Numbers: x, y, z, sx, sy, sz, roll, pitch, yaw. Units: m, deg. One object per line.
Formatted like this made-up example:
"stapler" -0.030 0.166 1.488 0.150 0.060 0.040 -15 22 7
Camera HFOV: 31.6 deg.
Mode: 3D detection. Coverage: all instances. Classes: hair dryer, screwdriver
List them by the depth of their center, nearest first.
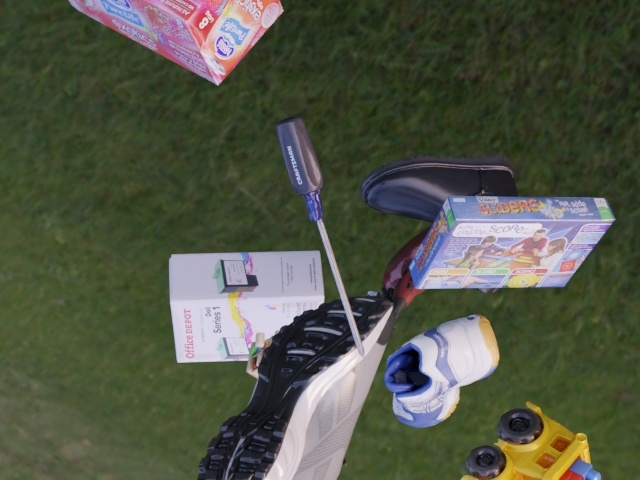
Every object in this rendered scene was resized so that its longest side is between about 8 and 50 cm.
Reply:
"screwdriver" 0.000 0.000 0.757 0.025 0.024 0.170 -13 97 -3
"hair dryer" 0.151 0.074 1.815 0.080 0.293 0.223 39 170 -13

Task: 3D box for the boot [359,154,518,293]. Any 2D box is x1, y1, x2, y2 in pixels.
"boot" 0.197 -0.022 1.649 0.247 0.207 0.094 -5 142 -12

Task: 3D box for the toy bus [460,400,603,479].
"toy bus" 0.375 0.416 1.931 0.211 0.220 0.149 24 142 39

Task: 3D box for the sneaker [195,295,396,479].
"sneaker" -0.010 0.159 1.038 0.100 0.271 0.108 3 138 43

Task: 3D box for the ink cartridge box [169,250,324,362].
"ink cartridge box" -0.137 0.125 2.105 0.278 0.117 0.201 -1 140 -4

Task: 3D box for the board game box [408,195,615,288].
"board game box" 0.218 0.004 1.304 0.201 0.035 0.136 0 143 -20

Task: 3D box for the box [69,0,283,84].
"box" -0.186 -0.304 1.305 0.257 0.128 0.122 31 164 27

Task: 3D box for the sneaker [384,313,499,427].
"sneaker" 0.139 0.190 1.624 0.296 0.131 0.112 116 140 -56

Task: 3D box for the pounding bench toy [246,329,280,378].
"pounding bench toy" -0.080 0.165 1.633 0.065 0.052 0.083 -27 130 38
